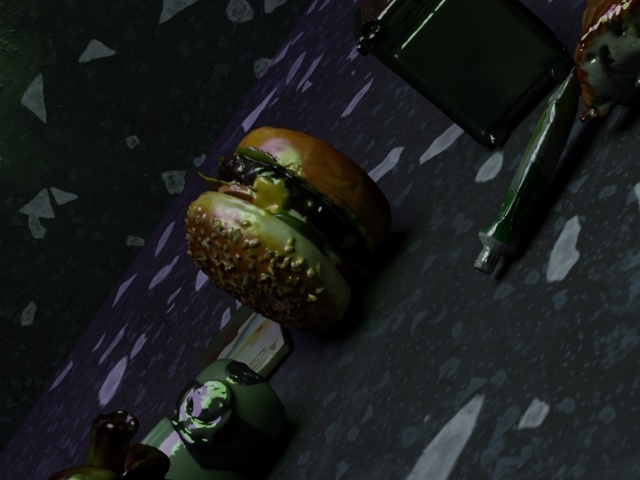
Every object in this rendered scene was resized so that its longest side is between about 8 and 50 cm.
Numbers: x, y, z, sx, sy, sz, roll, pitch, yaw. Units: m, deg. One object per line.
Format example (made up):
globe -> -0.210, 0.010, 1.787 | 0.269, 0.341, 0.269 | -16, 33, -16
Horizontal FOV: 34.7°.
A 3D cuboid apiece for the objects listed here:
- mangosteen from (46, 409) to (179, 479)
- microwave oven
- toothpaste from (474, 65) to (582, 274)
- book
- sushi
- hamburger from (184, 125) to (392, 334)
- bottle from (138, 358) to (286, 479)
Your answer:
mangosteen -> -0.207, 0.372, 1.092 | 0.297, 0.293, 0.297 | -37, 20, 16
microwave oven -> 0.180, -0.269, 1.371 | 0.188, 0.247, 0.178 | -47, 16, 17
toothpaste -> 0.237, -0.075, 1.147 | 0.247, 0.047, 0.078 | -63, -24, -5
book -> -0.128, 0.183, 1.665 | 0.201, 0.026, 0.289 | -50, 18, 9
sushi -> 0.381, -0.252, 1.043 | 0.332, 0.130, 0.124 | -34, 21, 35
hamburger -> -0.052, -0.008, 1.434 | 0.225, 0.291, 0.291 | -55, 17, -19
bottle -> -0.182, 0.316, 1.338 | 0.347, 0.168, 0.168 | -55, 18, -7
